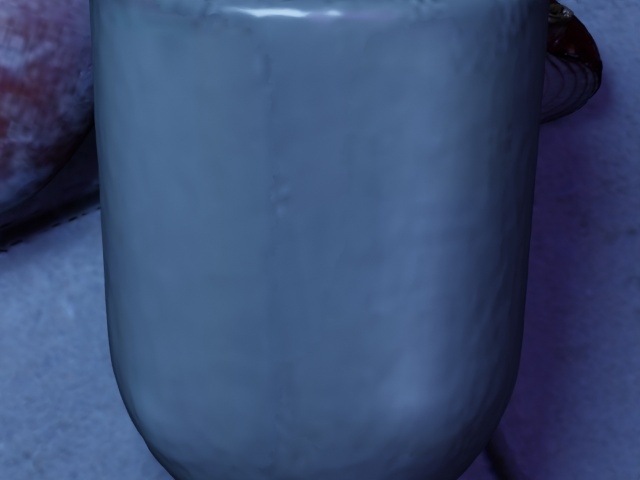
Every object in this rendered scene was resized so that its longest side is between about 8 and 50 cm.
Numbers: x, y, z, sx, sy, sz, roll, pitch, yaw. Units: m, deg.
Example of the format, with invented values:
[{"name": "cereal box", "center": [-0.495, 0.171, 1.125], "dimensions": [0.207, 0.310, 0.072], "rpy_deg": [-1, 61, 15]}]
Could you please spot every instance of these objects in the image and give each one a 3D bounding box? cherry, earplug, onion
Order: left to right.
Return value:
[{"name": "cherry", "center": [-0.259, -0.154, 1.197], "dimensions": [0.236, 0.213, 0.285], "rpy_deg": [9, 102, 4]}, {"name": "earplug", "center": [0.000, 0.000, 1.153], "dimensions": [0.313, 0.312, 0.394], "rpy_deg": [-4, 107, -13]}, {"name": "onion", "center": [0.134, -0.166, 1.326], "dimensions": [0.206, 0.151, 0.098], "rpy_deg": [7, 54, -31]}]
